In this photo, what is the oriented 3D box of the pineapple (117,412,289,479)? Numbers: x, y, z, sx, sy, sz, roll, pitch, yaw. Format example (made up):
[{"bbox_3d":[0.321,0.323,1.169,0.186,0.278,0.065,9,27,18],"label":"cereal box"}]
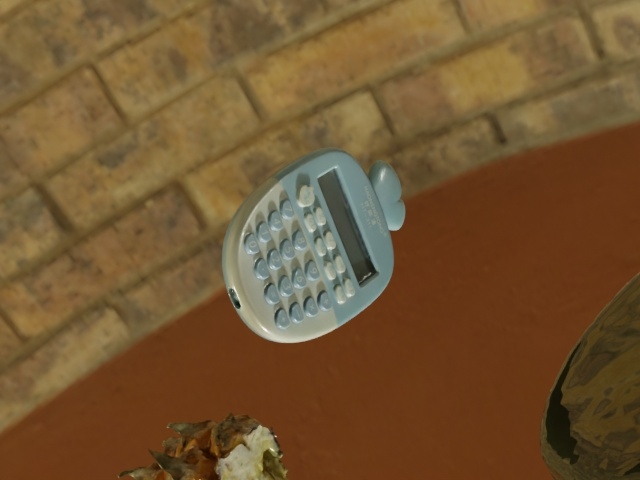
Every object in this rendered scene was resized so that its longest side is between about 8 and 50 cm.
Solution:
[{"bbox_3d":[-0.133,0.350,1.461,0.209,0.344,0.286,-32,-164,-32],"label":"pineapple"}]

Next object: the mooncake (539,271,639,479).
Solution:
[{"bbox_3d":[0.361,0.135,1.189,0.356,0.194,0.356,-41,-164,14],"label":"mooncake"}]

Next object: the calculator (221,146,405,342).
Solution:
[{"bbox_3d":[0.000,0.000,1.628,0.042,0.188,0.302,-12,-165,41],"label":"calculator"}]
